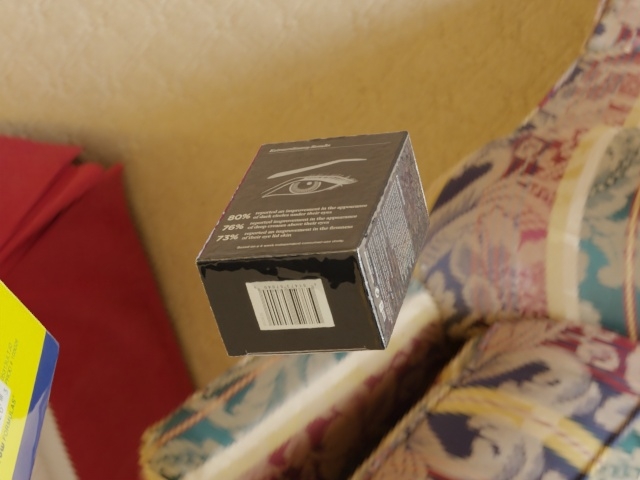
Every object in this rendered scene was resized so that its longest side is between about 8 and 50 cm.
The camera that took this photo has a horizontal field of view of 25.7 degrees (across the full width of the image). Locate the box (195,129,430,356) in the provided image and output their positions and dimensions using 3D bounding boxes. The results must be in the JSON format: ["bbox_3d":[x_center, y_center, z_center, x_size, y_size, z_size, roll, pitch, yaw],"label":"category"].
[{"bbox_3d":[0.000,0.000,1.259,0.153,0.207,0.108,-4,122,21],"label":"box"}]

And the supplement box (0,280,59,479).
[{"bbox_3d":[-0.357,0.063,0.915,0.194,0.195,0.356,-13,137,19],"label":"supplement box"}]
